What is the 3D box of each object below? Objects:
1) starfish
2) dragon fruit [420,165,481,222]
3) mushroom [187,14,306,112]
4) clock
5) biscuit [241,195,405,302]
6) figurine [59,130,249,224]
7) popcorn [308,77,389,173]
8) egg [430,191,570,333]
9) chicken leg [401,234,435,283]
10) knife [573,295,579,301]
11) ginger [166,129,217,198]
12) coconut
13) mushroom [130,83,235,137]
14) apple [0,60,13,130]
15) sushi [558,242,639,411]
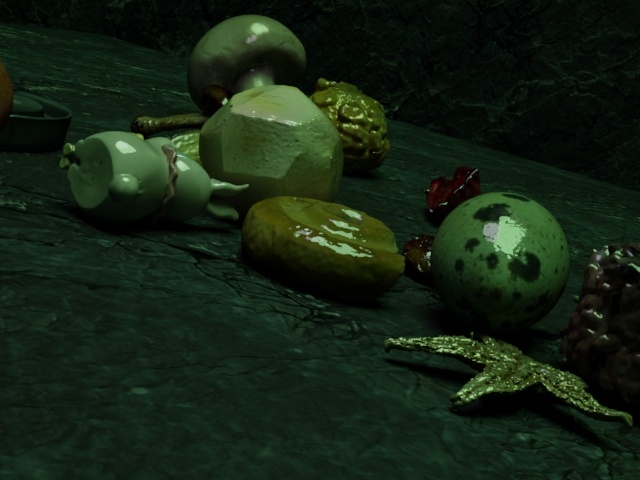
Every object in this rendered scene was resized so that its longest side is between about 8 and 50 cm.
[{"bbox_3d":[0.190,0.135,1.108,0.231,0.048,0.295,8,13,-22],"label":"starfish"},{"bbox_3d":[0.241,-0.094,1.978,0.092,0.123,0.192,-4,18,-8],"label":"dragon fruit"},{"bbox_3d":[-0.160,-0.379,2.461,0.297,0.297,0.290,3,44,-39],"label":"mushroom"},{"bbox_3d":[-0.591,-0.225,1.751,0.325,0.067,0.325,14,13,-3],"label":"clock"},{"bbox_3d":[0.000,-0.001,1.386,0.213,0.091,0.274,13,15,-14],"label":"biscuit"},{"bbox_3d":[-0.228,-0.081,1.435,0.155,0.127,0.235,13,4,42],"label":"figurine"},{"bbox_3d":[0.043,-0.252,2.290,0.250,0.190,0.250,25,12,-6],"label":"popcorn"},{"bbox_3d":[0.224,0.032,1.292,0.177,0.177,0.228,16,20,8],"label":"egg"},{"bbox_3d":[0.166,0.032,1.509,0.089,0.048,0.219,11,13,-2],"label":"chicken leg"},{"bbox_3d":[0.494,0.109,1.603,0.207,0.014,0.030,12,15,-7],"label":"knife"},{"bbox_3d":[-0.226,-0.118,1.666,0.193,0.115,0.122,-9,4,-43],"label":"ginger"},{"bbox_3d":[-0.077,-0.132,1.597,0.236,0.197,0.237,3,35,-2],"label":"coconut"},{"bbox_3d":[-0.270,-0.232,2.058,0.217,0.148,0.227,-9,9,-14],"label":"mushroom"},{"bbox_3d":[-0.544,-0.205,1.436,0.209,0.209,0.164,14,36,0],"label":"apple"},{"bbox_3d":[0.416,0.105,1.177,0.270,0.171,0.236,21,13,22],"label":"sushi"}]
